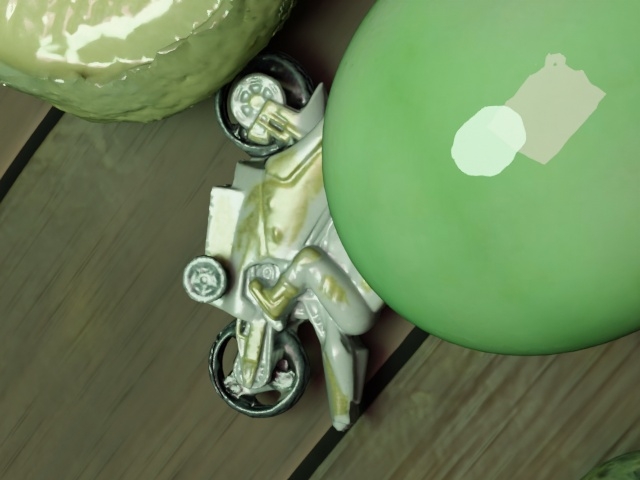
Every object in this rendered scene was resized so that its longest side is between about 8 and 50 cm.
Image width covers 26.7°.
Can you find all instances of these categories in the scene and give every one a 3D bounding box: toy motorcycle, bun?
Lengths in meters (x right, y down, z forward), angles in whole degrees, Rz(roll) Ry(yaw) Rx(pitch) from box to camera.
[{"bbox_3d":[0.000,0.000,0.812,0.151,0.074,0.229,2,92,12],"label":"toy motorcycle"},{"bbox_3d":[-0.110,-0.193,0.802,0.259,0.152,0.259,-1,88,17],"label":"bun"}]

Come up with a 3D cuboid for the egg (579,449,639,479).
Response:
[{"bbox_3d":[0.205,0.184,0.709,0.181,0.141,0.141,21,99,10],"label":"egg"}]

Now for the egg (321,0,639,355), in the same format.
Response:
[{"bbox_3d":[0.125,-0.064,0.679,0.270,0.220,0.220,-46,77,17],"label":"egg"}]
